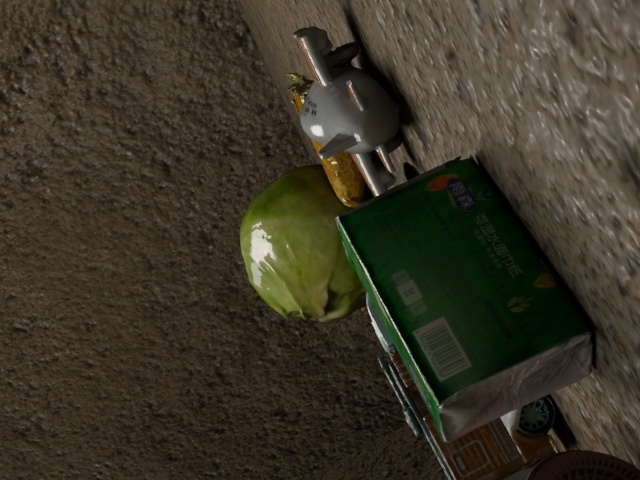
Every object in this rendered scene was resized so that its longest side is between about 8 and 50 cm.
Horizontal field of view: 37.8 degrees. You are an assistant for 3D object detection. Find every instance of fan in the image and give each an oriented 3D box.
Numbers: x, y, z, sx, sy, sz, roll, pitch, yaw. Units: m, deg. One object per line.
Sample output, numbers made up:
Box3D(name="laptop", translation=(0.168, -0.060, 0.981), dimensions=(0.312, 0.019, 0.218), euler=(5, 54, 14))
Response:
Box3D(name="fan", translation=(0.095, -0.041, 1.351), dimensions=(0.329, 0.009, 0.191), euler=(-77, -1, -67))

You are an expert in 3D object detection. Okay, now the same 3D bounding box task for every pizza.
Box3D(name="pizza", translation=(0.001, -0.236, 1.729), dimensions=(0.280, 0.075, 0.288), euler=(71, 175, -50))

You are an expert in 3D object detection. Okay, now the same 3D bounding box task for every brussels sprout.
Box3D(name="brussels sprout", translation=(0.000, 0.000, 1.877), dimensions=(0.328, 0.328, 0.247), euler=(63, -156, -26))

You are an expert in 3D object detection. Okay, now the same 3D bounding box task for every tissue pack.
Box3D(name="tissue pack", translation=(0.131, 0.062, 0.858), dimensions=(0.209, 0.148, 0.156), euler=(62, 177, 33))

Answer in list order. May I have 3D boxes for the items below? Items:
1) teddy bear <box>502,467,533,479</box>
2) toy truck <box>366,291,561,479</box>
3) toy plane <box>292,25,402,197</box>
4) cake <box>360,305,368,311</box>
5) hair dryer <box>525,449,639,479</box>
Box3D(name="teddy bear", translation=(0.290, 0.395, 1.282), dimensions=(0.251, 0.171, 0.144), euler=(59, -145, -44))
Box3D(name="toy truck", translation=(0.167, 0.164, 1.181), dimensions=(0.305, 0.162, 0.136), euler=(62, 179, 20))
Box3D(name="toy plane", translation=(0.031, -0.153, 1.156), dimensions=(0.245, 0.117, 0.245), euler=(61, 179, 3))
Box3D(name="cake", translation=(0.116, 0.040, 2.061), dimensions=(0.116, 0.112, 0.295), euler=(-121, 16, -53))
Box3D(name="hair dryer", translation=(0.294, 0.369, 0.797), dimensions=(0.352, 0.125, 0.210), euler=(46, 146, 39))
